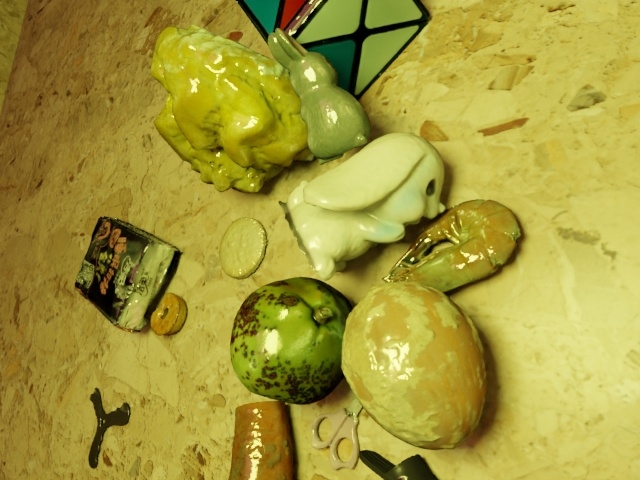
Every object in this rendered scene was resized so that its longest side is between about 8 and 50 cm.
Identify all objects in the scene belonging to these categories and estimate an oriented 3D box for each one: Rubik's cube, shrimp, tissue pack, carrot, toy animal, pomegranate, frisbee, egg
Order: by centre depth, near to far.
[{"bbox_3d":[0.135,0.174,0.693,0.203,0.203,0.245,-36,62,24],"label":"egg"},{"bbox_3d":[0.191,0.026,0.786,0.267,0.061,0.145,-39,47,26],"label":"shrimp"},{"bbox_3d":[0.066,-0.063,0.826,0.289,0.249,0.174,-33,90,-15],"label":"toy animal"},{"bbox_3d":[0.007,-0.257,0.833,0.138,0.108,0.236,2,115,56],"label":"toy animal"},{"bbox_3d":[-0.107,0.443,0.844,0.139,0.139,0.301,-21,64,32],"label":"carrot"},{"bbox_3d":[-0.063,0.163,0.850,0.277,0.222,0.203,9,99,57],"label":"pomegranate"},{"bbox_3d":[0.020,-0.460,0.951,0.246,0.250,0.248,-44,56,20],"label":"Rubik's cube"},{"bbox_3d":[-0.576,0.466,1.281,0.211,0.012,0.187,-50,51,15],"label":"frisbee"},{"bbox_3d":[-0.528,0.083,1.295,0.332,0.123,0.244,19,87,43],"label":"tissue pack"}]

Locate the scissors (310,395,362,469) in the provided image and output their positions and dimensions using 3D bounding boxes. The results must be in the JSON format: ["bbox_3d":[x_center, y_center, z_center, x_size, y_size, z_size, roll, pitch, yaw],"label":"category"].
[{"bbox_3d":[0.057,0.290,0.832,0.110,0.021,0.212,36,100,37],"label":"scissors"}]

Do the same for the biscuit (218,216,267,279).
[{"bbox_3d":[-0.181,0.016,1.105,0.152,0.020,0.152,-13,68,35],"label":"biscuit"}]

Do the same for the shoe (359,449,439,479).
[{"bbox_3d":[0.128,0.347,0.735,0.159,0.062,0.053,14,83,44],"label":"shoe"}]

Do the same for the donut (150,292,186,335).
[{"bbox_3d":[-0.368,0.186,1.184,0.108,0.043,0.097,-51,49,15],"label":"donut"}]

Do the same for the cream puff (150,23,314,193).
[{"bbox_3d":[-0.184,-0.241,1.002,0.378,0.378,0.275,30,95,40],"label":"cream puff"}]
